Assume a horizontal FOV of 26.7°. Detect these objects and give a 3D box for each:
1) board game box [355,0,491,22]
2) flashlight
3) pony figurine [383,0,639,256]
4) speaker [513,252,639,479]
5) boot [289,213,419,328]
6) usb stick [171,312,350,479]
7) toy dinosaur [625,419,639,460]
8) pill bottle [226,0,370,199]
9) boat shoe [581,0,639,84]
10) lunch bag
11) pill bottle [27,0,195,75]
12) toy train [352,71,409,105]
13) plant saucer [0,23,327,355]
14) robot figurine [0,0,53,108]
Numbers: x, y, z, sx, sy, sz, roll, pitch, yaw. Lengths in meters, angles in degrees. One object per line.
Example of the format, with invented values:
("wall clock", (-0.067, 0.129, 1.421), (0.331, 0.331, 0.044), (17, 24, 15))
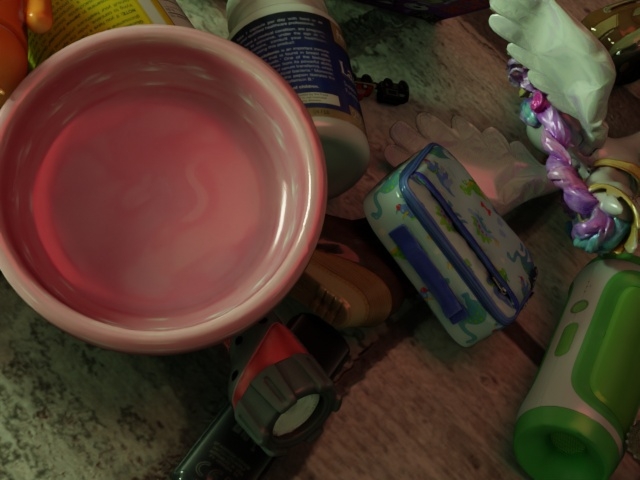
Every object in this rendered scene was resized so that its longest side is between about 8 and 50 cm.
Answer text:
("board game box", (0.131, -0.339, 1.714), (0.208, 0.347, 0.056), (6, 90, -19))
("flashlight", (-0.103, 0.082, 1.375), (0.103, 0.103, 0.304), (1, 37, -49))
("pony figurine", (0.307, -0.136, 1.691), (0.351, 0.303, 0.363), (37, 30, 3))
("speaker", (0.317, 0.146, 1.554), (0.131, 0.131, 0.296), (33, 47, -1))
("boot", (0.000, 0.000, 1.544), (0.248, 0.090, 0.207), (43, 29, 15))
("usb stick", (-0.057, 0.177, 1.393), (0.077, 0.045, 0.278), (39, 47, 0))
("toy dinosaur", (0.391, 0.304, 1.465), (0.160, 0.121, 0.314), (-1, 91, -50))
("pill bottle", (-0.036, -0.187, 1.609), (0.153, 0.153, 0.265), (5, 54, -24))
("boat shoe", (0.520, -0.336, 2.034), (0.324, 0.122, 0.120), (-20, 63, -38))
("lunch bag", (0.152, 0.005, 1.551), (0.219, 0.090, 0.176), (54, 30, -3))
("pill bottle", (-0.236, -0.211, 1.503), (0.188, 0.188, 0.334), (-20, 66, -36))
("toy train", (0.044, -0.198, 1.747), (0.158, 0.027, 0.036), (6, 64, -24))
("plant saucer", (-0.160, -0.045, 1.315), (0.332, 0.084, 0.332), (1, 72, -4))
("robot figurine", (-0.357, -0.216, 1.356), (0.158, 0.128, 0.219), (7, 53, -25))
